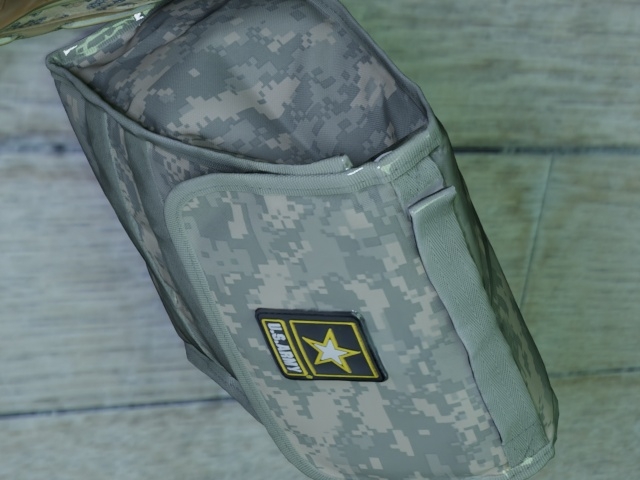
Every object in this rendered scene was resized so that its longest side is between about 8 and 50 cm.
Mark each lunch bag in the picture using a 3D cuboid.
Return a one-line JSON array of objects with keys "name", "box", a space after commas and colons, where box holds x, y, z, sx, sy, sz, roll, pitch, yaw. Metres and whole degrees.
[{"name": "lunch bag", "box": [0.000, 0.000, 1.101, 0.169, 0.287, 0.235, -35, 126, -15]}]

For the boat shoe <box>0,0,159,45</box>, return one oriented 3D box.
[{"name": "boat shoe", "box": [-0.144, -0.165, 1.074, 0.285, 0.089, 0.105, -20, 94, -27]}]
